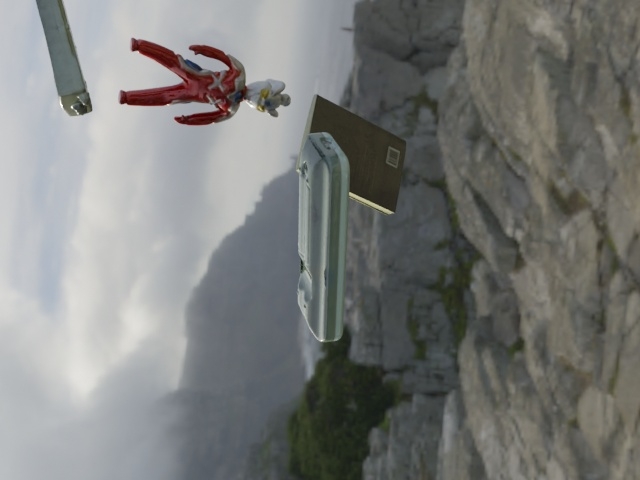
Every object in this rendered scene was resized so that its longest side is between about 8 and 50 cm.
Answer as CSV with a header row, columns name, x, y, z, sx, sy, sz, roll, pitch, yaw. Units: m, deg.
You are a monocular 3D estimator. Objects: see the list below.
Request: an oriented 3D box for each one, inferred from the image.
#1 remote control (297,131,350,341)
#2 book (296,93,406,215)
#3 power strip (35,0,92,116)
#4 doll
name,x,y,z,sx,sy,sz,roll,pitch,yaw
remote control,0.000,0.000,1.481,0.128,0.065,0.335,-123,29,-56
book,0.064,-0.161,1.757,0.024,0.228,0.160,-13,60,54
power strip,-0.421,-0.331,1.498,0.080,0.048,0.286,108,147,-71
doll,-0.249,-0.341,2.070,0.099,0.384,0.188,-118,39,-53
